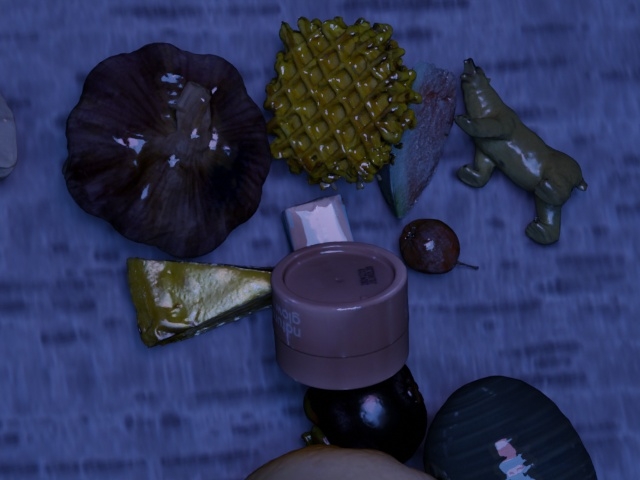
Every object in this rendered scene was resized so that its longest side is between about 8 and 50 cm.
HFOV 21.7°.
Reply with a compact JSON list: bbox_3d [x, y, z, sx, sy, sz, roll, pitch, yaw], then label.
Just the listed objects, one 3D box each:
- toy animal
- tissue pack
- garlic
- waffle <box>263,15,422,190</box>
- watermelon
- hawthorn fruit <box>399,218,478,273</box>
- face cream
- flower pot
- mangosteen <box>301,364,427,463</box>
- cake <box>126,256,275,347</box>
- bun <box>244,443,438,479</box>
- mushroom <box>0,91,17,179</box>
[{"bbox_3d":[0.224,-0.107,1.946,0.218,0.103,0.101,39,61,0],"label":"toy animal"},{"bbox_3d":[0.000,0.000,1.908,0.074,0.059,0.094,-16,86,-6],"label":"tissue pack"},{"bbox_3d":[-0.165,-0.100,1.846,0.245,0.160,0.245,0,91,-13],"label":"garlic"},{"bbox_3d":[0.022,-0.153,1.884,0.193,0.070,0.197,1,88,34],"label":"waffle"},{"bbox_3d":[0.104,-0.118,1.936,0.094,0.081,0.180,20,97,-21],"label":"watermelon"},{"bbox_3d":[0.139,0.016,1.933,0.103,0.067,0.067,35,79,-30],"label":"hawthorn fruit"},{"bbox_3d":[0.022,0.080,1.814,0.149,0.149,0.104,-8,119,-9],"label":"face cream"},{"bbox_3d":[0.209,0.270,1.838,0.157,0.189,0.243,-25,91,-20],"label":"flower pot"},{"bbox_3d":[0.043,0.198,1.867,0.151,0.137,0.137,-30,88,23],"label":"mangosteen"},{"bbox_3d":[-0.129,0.046,1.888,0.185,0.080,0.116,-29,76,0],"label":"cake"},{"bbox_3d":[0.038,0.338,1.799,0.299,0.165,0.299,7,123,11],"label":"bun"},{"bbox_3d":[-0.480,-0.178,1.831,0.350,0.128,0.128,26,80,-1],"label":"mushroom"}]
